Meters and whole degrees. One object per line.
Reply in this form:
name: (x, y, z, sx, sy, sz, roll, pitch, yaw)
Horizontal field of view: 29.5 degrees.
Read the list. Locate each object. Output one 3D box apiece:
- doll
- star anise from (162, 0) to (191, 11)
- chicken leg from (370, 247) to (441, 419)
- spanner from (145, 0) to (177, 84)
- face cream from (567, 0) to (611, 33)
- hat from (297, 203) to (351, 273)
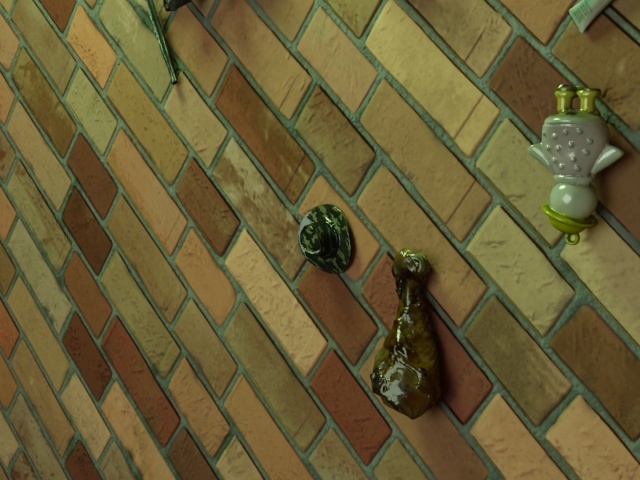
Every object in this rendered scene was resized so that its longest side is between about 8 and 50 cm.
doll: (0.327, -0.096, 1.563, 0.129, 0.081, 0.207, 6, 100, 34)
star anise: (-0.226, -0.554, 2.088, 0.331, 0.117, 0.332, -2, 88, 55)
chicken leg: (0.132, 0.137, 1.793, 0.107, 0.087, 0.252, 3, 88, 25)
spanner: (-0.313, -0.435, 2.229, 0.093, 0.026, 0.326, 112, 139, -77)
face cream: (0.361, -0.314, 1.553, 0.115, 0.020, 0.038, -44, 63, 40)
hat: (0.000, 0.000, 1.934, 0.121, 0.050, 0.121, 5, 97, 43)
